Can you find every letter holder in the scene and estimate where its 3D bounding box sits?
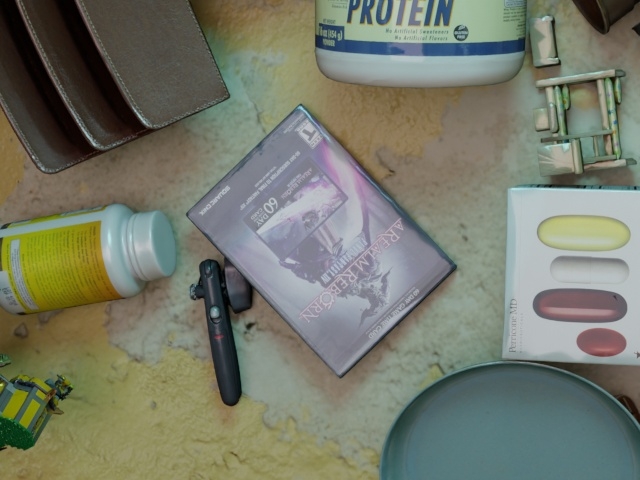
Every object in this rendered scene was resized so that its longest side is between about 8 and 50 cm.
[{"bbox_3d":[-0.279,-0.253,1.618,0.214,0.152,0.302,-27,98,-31],"label":"letter holder"}]

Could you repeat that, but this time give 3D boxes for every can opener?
[{"bbox_3d":[-0.120,0.111,1.723,0.073,0.059,0.186,-4,92,13],"label":"can opener"}]

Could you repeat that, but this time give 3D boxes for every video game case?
[{"bbox_3d":[0.000,0.000,1.691,0.196,0.026,0.274,-44,82,2],"label":"video game case"}]

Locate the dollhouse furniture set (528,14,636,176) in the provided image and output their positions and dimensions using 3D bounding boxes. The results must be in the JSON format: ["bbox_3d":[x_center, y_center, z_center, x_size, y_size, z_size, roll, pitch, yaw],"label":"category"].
[{"bbox_3d":[0.288,-0.167,1.560,0.101,0.161,0.182,-7,92,13],"label":"dollhouse furniture set"}]

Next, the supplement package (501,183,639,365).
[{"bbox_3d":[0.312,0.035,1.571,0.203,0.149,0.194,1,93,12],"label":"supplement package"}]

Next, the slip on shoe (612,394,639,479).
[{"bbox_3d":[0.362,0.243,1.628,0.041,0.051,0.135,-25,96,53],"label":"slip on shoe"}]

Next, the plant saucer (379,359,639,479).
[{"bbox_3d":[0.227,0.270,1.616,0.317,0.044,0.318,5,114,10],"label":"plant saucer"}]

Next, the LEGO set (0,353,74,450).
[{"bbox_3d":[-0.444,0.149,1.733,0.255,0.192,0.331,36,139,-13],"label":"LEGO set"}]

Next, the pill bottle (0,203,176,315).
[{"bbox_3d":[-0.291,0.021,1.728,0.215,0.117,0.117,-10,91,14],"label":"pill bottle"}]

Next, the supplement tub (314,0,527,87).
[{"bbox_3d":[0.110,-0.338,1.534,0.235,0.235,0.325,3,103,13],"label":"supplement tub"}]

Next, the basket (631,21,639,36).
[{"bbox_3d":[0.484,-0.190,1.523,0.204,0.154,0.227,-31,89,14],"label":"basket"}]

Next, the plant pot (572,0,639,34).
[{"bbox_3d":[0.341,-0.340,1.545,0.165,0.167,0.167,-31,86,6],"label":"plant pot"}]
